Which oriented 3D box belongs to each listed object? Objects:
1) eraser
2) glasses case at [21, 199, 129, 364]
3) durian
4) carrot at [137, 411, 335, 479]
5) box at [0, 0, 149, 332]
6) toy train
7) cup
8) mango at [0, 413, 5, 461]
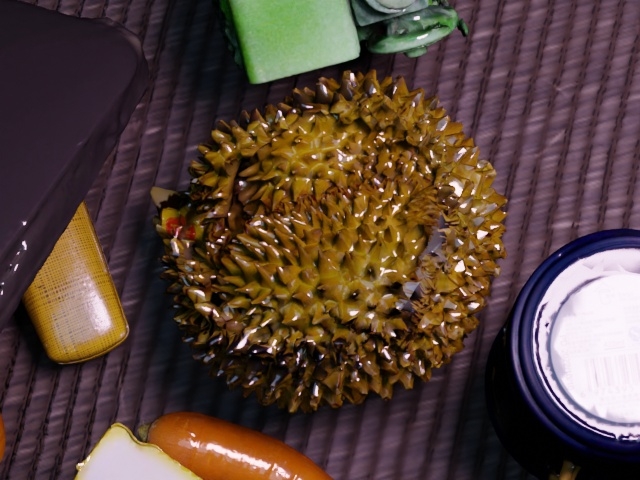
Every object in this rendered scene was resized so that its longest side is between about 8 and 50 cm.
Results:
[{"bbox_3d":[-0.101,0.222,1.237,0.158,0.226,0.069,32,74,11],"label":"eraser"},{"bbox_3d":[-0.228,-0.009,1.373,0.079,0.064,0.234,-21,75,-3],"label":"glasses case"},{"bbox_3d":[0.006,0.010,1.274,0.293,0.258,0.258,-25,77,15],"label":"durian"},{"bbox_3d":[-0.020,0.202,1.318,0.271,0.066,0.062,25,109,-1],"label":"carrot"},{"bbox_3d":[-0.351,-0.067,1.310,0.350,0.091,0.359,17,59,20],"label":"box"},{"bbox_3d":[0.006,-0.209,1.319,0.188,0.243,0.132,-14,108,1],"label":"toy train"},{"bbox_3d":[0.216,0.134,1.214,0.178,0.256,0.255,-3,79,4],"label":"cup"},{"bbox_3d":[-0.358,0.105,1.320,0.253,0.138,0.113,37,86,11],"label":"mango"}]
